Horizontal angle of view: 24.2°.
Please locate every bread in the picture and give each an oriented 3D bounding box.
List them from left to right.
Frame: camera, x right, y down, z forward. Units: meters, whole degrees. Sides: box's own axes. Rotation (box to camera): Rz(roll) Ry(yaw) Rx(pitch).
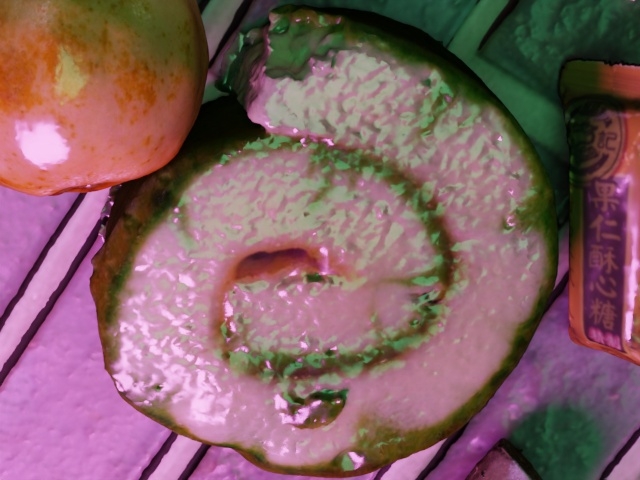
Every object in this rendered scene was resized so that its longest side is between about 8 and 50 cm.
[{"bbox_3d":[0.000,0.000,1.179,0.366,0.129,0.382,-8,111,-4],"label":"bread"}]

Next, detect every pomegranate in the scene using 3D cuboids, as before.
[{"bbox_3d":[-0.179,-0.128,1.066,0.207,0.207,0.207,-2,111,-6],"label":"pomegranate"}]

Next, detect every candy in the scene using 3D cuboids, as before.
[{"bbox_3d":[0.251,-0.020,1.210,0.101,0.143,0.271,-26,120,-36],"label":"candy"}]

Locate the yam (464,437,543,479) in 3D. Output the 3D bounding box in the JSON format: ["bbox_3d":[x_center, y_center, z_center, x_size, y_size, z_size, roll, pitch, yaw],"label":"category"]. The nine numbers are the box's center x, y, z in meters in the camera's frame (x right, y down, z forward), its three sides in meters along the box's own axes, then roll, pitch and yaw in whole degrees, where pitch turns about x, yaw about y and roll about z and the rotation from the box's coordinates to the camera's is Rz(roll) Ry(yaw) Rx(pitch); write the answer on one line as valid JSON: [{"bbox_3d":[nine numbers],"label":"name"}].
[{"bbox_3d":[0.142,0.272,1.319,0.107,0.107,0.183,31,103,-17],"label":"yam"}]
